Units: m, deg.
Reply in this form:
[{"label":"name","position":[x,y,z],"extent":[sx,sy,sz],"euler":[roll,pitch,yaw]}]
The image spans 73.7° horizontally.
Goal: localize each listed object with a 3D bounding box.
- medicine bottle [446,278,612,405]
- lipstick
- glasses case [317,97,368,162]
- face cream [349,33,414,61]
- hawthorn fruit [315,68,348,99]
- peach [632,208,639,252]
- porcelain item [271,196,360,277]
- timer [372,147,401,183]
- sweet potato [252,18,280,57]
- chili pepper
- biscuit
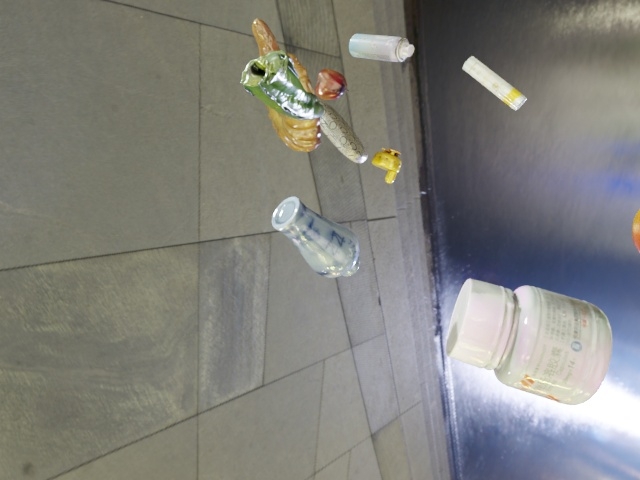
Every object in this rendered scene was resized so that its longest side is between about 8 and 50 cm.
[{"label":"medicine bottle","position":[0.472,0.225,1.005],"extent":[0.241,0.301,0.242],"euler":[16,90,-78]},{"label":"lipstick","position":[0.651,-0.593,1.605],"extent":[0.059,0.264,0.059],"euler":[-39,165,-13]},{"label":"glasses case","position":[0.069,-0.455,1.756],"extent":[0.085,0.355,0.137],"euler":[-45,157,25]},{"label":"face cream","position":[0.199,-0.624,1.384],"extent":[0.075,0.229,0.075],"euler":[-27,130,-38]},{"label":"hawthorn fruit","position":[0.024,-0.373,1.022],"extent":[0.077,0.077,0.077],"euler":[-17,115,-41]},{"label":"peach","position":[0.895,-0.028,1.035],"extent":[0.230,0.230,0.231],"euler":[-17,115,-41]},{"label":"porcelain item","position":[0.000,0.000,1.038],"extent":[0.259,0.141,0.141],"euler":[41,74,-37]},{"label":"timer","position":[0.234,-0.267,1.520],"extent":[0.107,0.107,0.109],"euler":[14,99,-47]},{"label":"sweet potato","position":[-0.166,-0.613,1.550],"extent":[0.095,0.106,0.355],"euler":[-16,116,5]},{"label":"chili pepper","position":[-0.053,-0.262,0.796],"extent":[0.077,0.084,0.359],"euler":[61,10,0]},{"label":"biscuit","position":[-0.102,-0.442,1.405],"extent":[0.107,0.325,0.326],"euler":[-25,122,-17]}]
